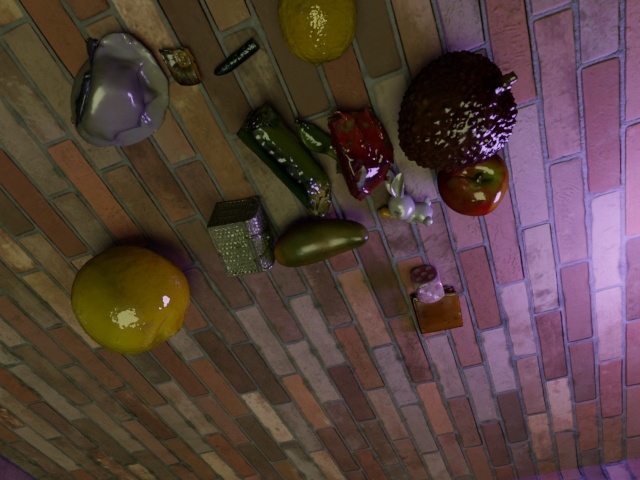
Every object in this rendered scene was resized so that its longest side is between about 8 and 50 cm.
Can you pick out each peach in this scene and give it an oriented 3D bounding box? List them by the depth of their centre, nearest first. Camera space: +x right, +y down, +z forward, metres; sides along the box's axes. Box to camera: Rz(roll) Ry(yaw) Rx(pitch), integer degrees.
[{"bbox_3d":[0.401,-0.156,1.241,0.197,0.197,0.197,0,126,1],"label":"peach"}]

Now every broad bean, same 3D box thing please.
[{"bbox_3d":[0.005,-0.259,1.253,0.070,0.048,0.214,-37,121,23],"label":"broad bean"}]

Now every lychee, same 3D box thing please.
[{"bbox_3d":[0.313,-0.297,1.085,0.276,0.275,0.304,36,136,-22],"label":"lychee"}]

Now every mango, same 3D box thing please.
[{"bbox_3d":[-0.001,0.001,1.385,0.289,0.146,0.129,-12,85,3],"label":"mango"}]

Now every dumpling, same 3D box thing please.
[{"bbox_3d":[-0.494,-0.347,1.132,0.205,0.163,0.293,27,110,-12],"label":"dumpling"}]

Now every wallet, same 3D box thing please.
[{"bbox_3d":[0.409,0.245,1.623,0.161,0.042,0.195,-13,127,15],"label":"wallet"}]

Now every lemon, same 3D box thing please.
[{"bbox_3d":[-0.006,-0.486,1.008,0.181,0.180,0.193,-4,97,4],"label":"lemon"},{"bbox_3d":[-0.572,0.175,1.413,0.348,0.348,0.348,0,126,1],"label":"lemon"}]

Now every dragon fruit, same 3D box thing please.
[{"bbox_3d":[0.131,-0.224,1.204,0.161,0.126,0.274,-26,130,-6],"label":"dragon fruit"}]

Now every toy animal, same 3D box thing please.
[{"bbox_3d":[0.233,-0.116,1.344,0.182,0.131,0.127,26,91,-26],"label":"toy animal"}]

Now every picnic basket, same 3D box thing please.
[{"bbox_3d":[-0.223,-0.011,1.386,0.154,0.134,0.196,-7,126,10],"label":"picnic basket"}]

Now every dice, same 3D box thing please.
[{"bbox_3d":[0.348,0.142,1.513,0.091,0.094,0.093,-16,123,13],"label":"dice"}]

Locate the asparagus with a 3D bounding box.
[{"bbox_3d":[-0.068,-0.197,1.262,0.128,0.108,0.382,-21,127,34],"label":"asparagus"}]

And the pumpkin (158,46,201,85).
[{"bbox_3d":[-0.341,-0.432,1.143,0.073,0.035,0.101,-6,130,19],"label":"pumpkin"}]

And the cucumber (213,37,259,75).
[{"bbox_3d":[-0.208,-0.440,1.133,0.133,0.032,0.032,-30,120,19],"label":"cucumber"}]
